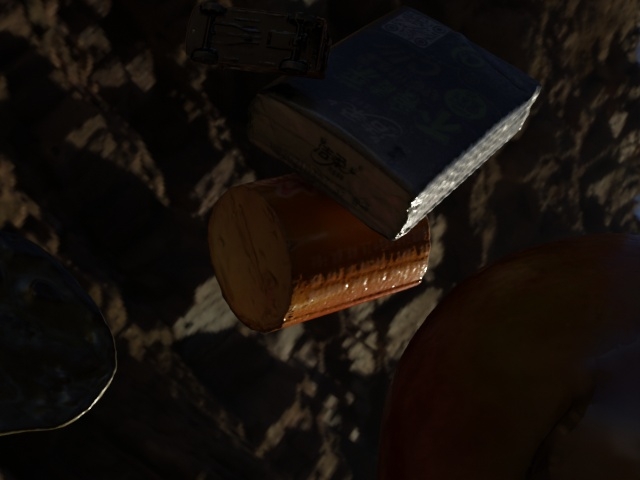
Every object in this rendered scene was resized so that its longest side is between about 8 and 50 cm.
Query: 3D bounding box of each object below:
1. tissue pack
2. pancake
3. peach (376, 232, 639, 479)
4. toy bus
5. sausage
[{"bbox_3d":[0.118,-0.197,1.524,0.288,0.394,0.124,34,-44,17],"label":"tissue pack"},{"bbox_3d":[-0.409,0.120,1.315,0.294,0.294,0.049,44,-46,-12],"label":"pancake"},{"bbox_3d":[0.198,0.168,0.650,0.370,0.370,0.370,27,-31,18],"label":"peach"},{"bbox_3d":[-0.086,-0.273,1.398,0.194,0.083,0.088,10,-4,13],"label":"toy bus"},{"bbox_3d":[0.000,0.000,1.563,0.233,0.287,0.233,19,-65,48],"label":"sausage"}]
